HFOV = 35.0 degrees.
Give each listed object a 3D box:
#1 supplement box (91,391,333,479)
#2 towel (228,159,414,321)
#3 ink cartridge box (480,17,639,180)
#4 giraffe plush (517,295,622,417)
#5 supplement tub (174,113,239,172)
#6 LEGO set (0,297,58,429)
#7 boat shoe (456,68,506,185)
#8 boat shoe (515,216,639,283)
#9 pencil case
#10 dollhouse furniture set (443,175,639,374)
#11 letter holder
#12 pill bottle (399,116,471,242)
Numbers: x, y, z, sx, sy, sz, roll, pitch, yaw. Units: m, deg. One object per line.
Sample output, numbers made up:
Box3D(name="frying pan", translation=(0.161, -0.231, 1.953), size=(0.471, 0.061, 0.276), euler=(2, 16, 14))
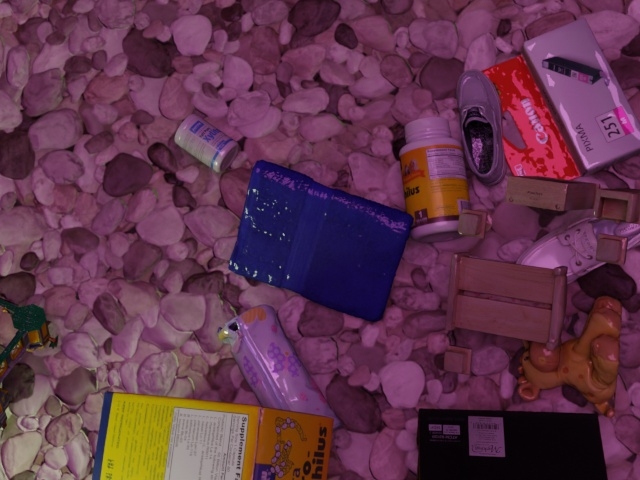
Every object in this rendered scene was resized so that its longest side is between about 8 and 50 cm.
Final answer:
Box3D(name="supplement box", translation=(-0.183, 0.365, 1.679), size=(0.357, 0.195, 0.194), euler=(-1, 77, 37))
Box3D(name="towel", translation=(0.000, 0.000, 1.846), size=(0.308, 0.076, 0.227), euler=(21, 114, 9))
Box3D(name="ink cartridge box", translation=(0.437, -0.246, 1.888), size=(0.239, 0.060, 0.275), euler=(-23, 78, -1))
Box3D(name="giraffe plush", translation=(0.430, 0.205, 1.765), size=(0.170, 0.181, 0.210), euler=(4, 114, 16))
Box3D(name="supplement tub", translation=(-0.215, -0.184, 1.928), size=(0.107, 0.071, 0.071), euler=(35, 84, 10))
Box3D(name="LEGO set", translation=(-0.659, 0.211, 1.867), size=(0.331, 0.192, 0.255), euler=(14, 51, 5))
Box3D(name="boat shoe", translation=(0.296, -0.216, 1.876), size=(0.079, 0.081, 0.227), euler=(-13, 78, 19))
Box3D(name="boat shoe", translation=(0.475, 0.004, 1.814), size=(0.277, 0.096, 0.098), euler=(-27, 79, 0))
Box3D(name="pencil case", translation=(-0.074, 0.246, 1.804), size=(0.113, 0.124, 0.273), euler=(-32, 79, -2))
Box3D(name="dollhouse furniture set", translation=(0.396, 0.072, 1.748), size=(0.303, 0.174, 0.355), euler=(10, 99, 31))
Box3D(name="letter holder", translation=(0.315, 0.411, 1.736), size=(0.302, 0.214, 0.152), euler=(1, 47, 3))
Box3D(name="pill bottle", translation=(0.207, -0.111, 1.851), size=(0.117, 0.117, 0.215), euler=(-7, 78, 4))
